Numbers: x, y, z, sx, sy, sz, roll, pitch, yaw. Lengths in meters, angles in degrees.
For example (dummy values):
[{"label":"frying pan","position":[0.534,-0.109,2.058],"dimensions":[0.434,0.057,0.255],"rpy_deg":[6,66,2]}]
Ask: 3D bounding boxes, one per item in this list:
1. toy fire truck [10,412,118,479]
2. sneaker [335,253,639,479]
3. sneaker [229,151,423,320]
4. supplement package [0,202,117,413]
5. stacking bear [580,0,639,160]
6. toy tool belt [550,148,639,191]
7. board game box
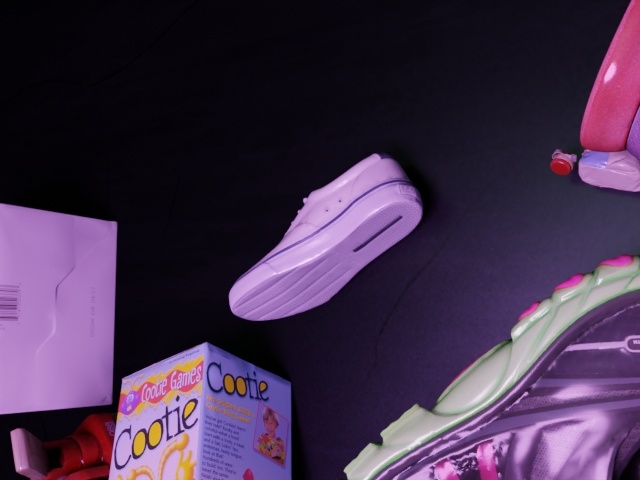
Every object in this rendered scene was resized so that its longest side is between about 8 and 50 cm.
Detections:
[{"label":"toy fire truck","position":[-0.263,0.297,0.842],"dimensions":[0.158,0.246,0.217],"rpy_deg":[-47,60,20]},{"label":"sneaker","position":[0.156,0.222,0.602],"dimensions":[0.483,0.185,0.202],"rpy_deg":[-49,55,20]},{"label":"sneaker","position":[0.000,0.000,0.814],"dimensions":[0.258,0.094,0.091],"rpy_deg":[-33,47,22]},{"label":"supplement package","position":[-0.407,0.097,1.000],"dimensions":[0.145,0.204,0.262],"rpy_deg":[-8,79,34]},{"label":"stacking bear","position":[0.359,-0.088,0.527],"dimensions":[0.289,0.175,0.164],"rpy_deg":[27,72,23]},{"label":"toy tool belt","position":[0.258,-0.077,0.664],"dimensions":[0.083,0.052,0.051],"rpy_deg":[16,61,32]},{"label":"board game box","position":[-0.127,0.274,0.765],"dimensions":[0.142,0.144,0.275],"rpy_deg":[-25,49,30]}]
